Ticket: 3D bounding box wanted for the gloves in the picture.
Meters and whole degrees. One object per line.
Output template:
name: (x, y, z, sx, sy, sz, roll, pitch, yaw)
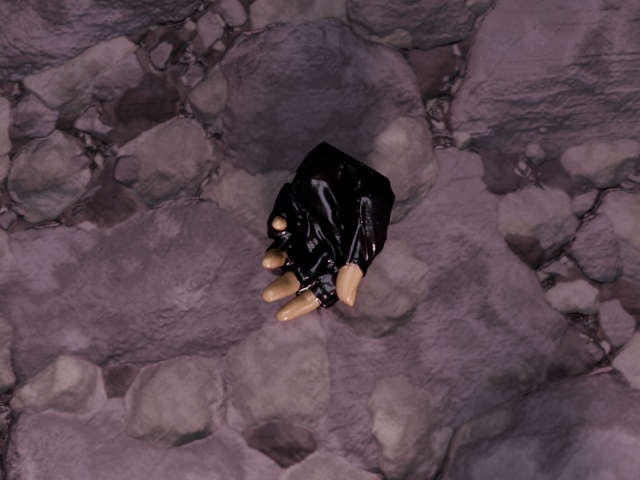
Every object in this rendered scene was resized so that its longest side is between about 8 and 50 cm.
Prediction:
gloves: (0.000, 0.000, 1.787, 0.164, 0.124, 0.203, 32, 93, 35)
